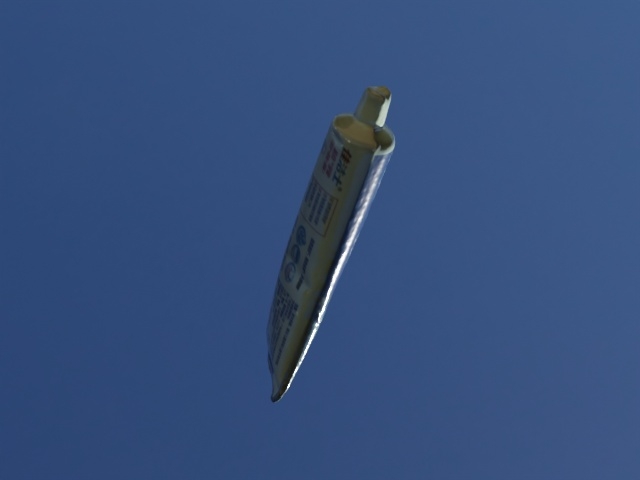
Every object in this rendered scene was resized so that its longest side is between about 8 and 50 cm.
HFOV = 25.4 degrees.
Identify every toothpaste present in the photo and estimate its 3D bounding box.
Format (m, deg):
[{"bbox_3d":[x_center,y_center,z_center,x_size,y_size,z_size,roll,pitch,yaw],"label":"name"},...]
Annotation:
[{"bbox_3d":[0.001,0.001,1.057,0.047,0.268,0.069,-10,-136,-39],"label":"toothpaste"}]
